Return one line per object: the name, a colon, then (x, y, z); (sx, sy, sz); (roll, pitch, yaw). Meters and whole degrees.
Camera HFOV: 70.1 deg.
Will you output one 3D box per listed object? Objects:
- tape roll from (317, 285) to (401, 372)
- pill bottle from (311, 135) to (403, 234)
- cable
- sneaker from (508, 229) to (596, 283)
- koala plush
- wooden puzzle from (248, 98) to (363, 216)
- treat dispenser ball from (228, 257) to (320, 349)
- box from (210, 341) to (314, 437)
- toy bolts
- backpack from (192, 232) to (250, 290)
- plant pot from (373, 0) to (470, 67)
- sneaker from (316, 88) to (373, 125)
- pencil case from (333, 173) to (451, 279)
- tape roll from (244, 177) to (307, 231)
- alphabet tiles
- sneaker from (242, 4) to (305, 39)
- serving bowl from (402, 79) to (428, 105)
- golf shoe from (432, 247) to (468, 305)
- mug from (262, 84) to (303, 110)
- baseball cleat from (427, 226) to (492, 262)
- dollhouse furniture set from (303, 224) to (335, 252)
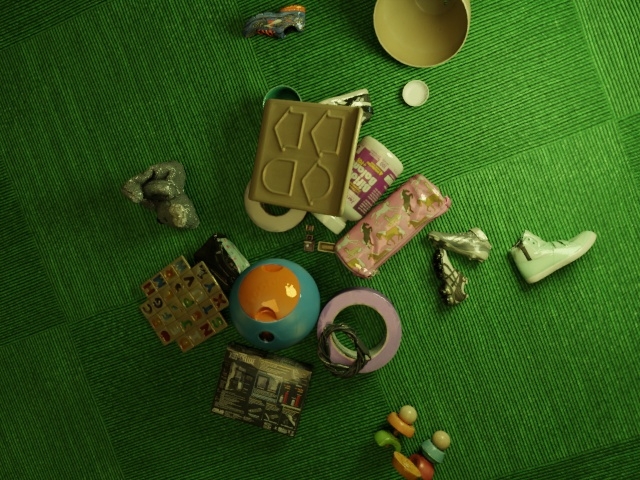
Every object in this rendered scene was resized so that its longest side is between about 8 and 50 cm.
tape roll: (0.129, 0.295, 1.524); (0.275, 0.090, 0.274); (0, 93, 5)
pill bottle: (0.107, -0.170, 1.460); (0.169, 0.169, 0.301); (41, 96, 2)
cable: (0.064, 0.352, 1.471); (0.151, 0.047, 0.184); (-38, 92, 11)
sneaker: (0.730, 0.008, 1.449); (0.256, 0.094, 0.151); (-34, 86, 5)
koala plush: (-0.495, -0.130, 1.515); (0.203, 0.196, 0.221); (-37, 85, -4)
wooden puzzle: (-0.046, -0.253, 1.391); (0.348, 0.081, 0.321); (13, 94, 27)
treat dispenser ball: (-0.144, 0.200, 1.445); (0.289, 0.288, 0.287); (0, 93, 5)
box: (-0.201, 0.511, 1.573); (0.308, 0.076, 0.242); (15, 94, 4)
toy bolts: (0.324, 0.667, 1.482); (0.229, 0.218, 0.158); (37, 90, -16)
backpack: (-0.322, 0.078, 1.540); (0.182, 0.115, 0.152); (49, 116, 7)
plant pot: (0.325, -0.707, 1.384); (0.284, 0.284, 0.190); (23, 60, 4)
sneaker: (0.071, -0.405, 1.486); (0.217, 0.079, 0.121); (-20, 91, -4)
pencil case: (0.227, -0.043, 1.462); (0.386, 0.160, 0.167); (-43, 97, 5)
tape roll: (-0.141, -0.138, 1.534); (0.220, 0.072, 0.218); (0, 94, 6)
alphabet tiles: (-0.472, 0.222, 1.564); (0.343, 0.011, 0.285); (-33, 90, 24)
sneaker: (-0.152, -0.705, 1.503); (0.222, 0.083, 0.087); (-12, 100, 9)
serving bowl: (0.310, -0.479, 1.494); (0.084, 0.027, 0.083); (0, 93, 5)
golf shoe: (0.429, 0.112, 1.500); (0.094, 0.077, 0.198); (-15, 99, -5)
mug: (-0.115, -0.419, 1.504); (0.130, 0.097, 0.157); (-9, 93, 5)
baseball cleat: (0.457, -0.006, 1.496); (0.206, 0.072, 0.109); (25, 79, 2)
dollhouse furniture set: (0.000, 0.000, 1.523); (0.115, 0.081, 0.090); (9, 94, 5)
